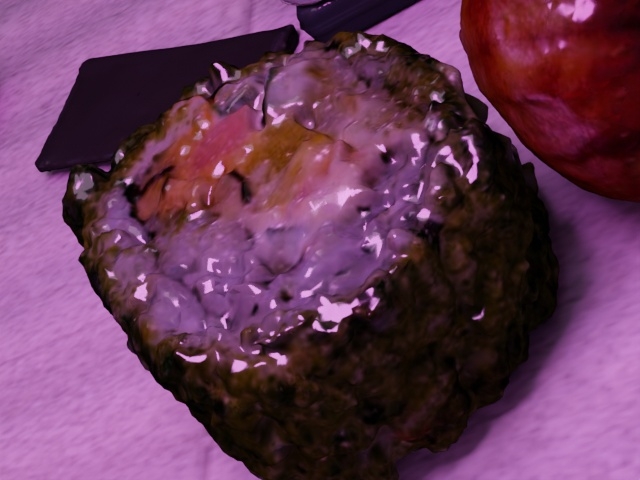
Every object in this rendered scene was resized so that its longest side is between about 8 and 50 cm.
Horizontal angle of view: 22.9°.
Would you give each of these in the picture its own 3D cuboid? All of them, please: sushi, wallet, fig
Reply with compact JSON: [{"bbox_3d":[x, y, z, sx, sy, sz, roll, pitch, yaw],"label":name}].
[{"bbox_3d":[0.000,0.000,1.107,0.294,0.178,0.352,-43,38,-3],"label":"sushi"},{"bbox_3d":[-0.150,-0.134,1.503,0.285,0.030,0.146,-5,47,38],"label":"wallet"},{"bbox_3d":[0.196,-0.143,1.031,0.224,0.224,0.263,-37,29,8],"label":"fig"}]

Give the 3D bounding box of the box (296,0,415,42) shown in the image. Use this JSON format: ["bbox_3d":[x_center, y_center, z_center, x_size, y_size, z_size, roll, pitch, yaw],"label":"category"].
[{"bbox_3d":[0.046,-0.287,1.457,0.160,0.050,0.230,-26,40,21],"label":"box"}]

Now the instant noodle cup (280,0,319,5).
[{"bbox_3d":[-0.042,-0.318,1.347,0.193,0.212,0.193,-24,40,23],"label":"instant noodle cup"}]
